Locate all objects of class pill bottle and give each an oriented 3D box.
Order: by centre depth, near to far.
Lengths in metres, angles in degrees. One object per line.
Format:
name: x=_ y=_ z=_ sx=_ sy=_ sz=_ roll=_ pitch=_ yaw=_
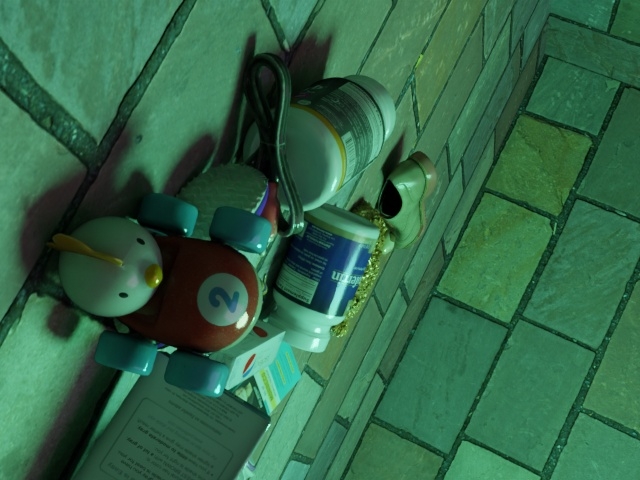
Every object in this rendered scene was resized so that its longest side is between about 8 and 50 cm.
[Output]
pill bottle: x=0.009 y=-0.165 z=1.452 sx=0.278 sy=0.162 sz=0.162 roll=-43 pitch=153 yaw=-55
pill bottle: x=-0.002 y=0.070 z=1.769 sx=0.264 sy=0.153 sz=0.153 roll=-68 pitch=164 yaw=10

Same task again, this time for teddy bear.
teddy bear: x=0.094 y=0.076 z=2.165 sx=0.245 sy=0.113 sz=0.338 roll=-30 pitch=141 yaw=-68

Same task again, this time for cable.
cable: x=-0.078 y=-0.112 z=1.299 sx=0.072 sy=0.139 sz=0.287 roll=-30 pitch=138 yaw=-49

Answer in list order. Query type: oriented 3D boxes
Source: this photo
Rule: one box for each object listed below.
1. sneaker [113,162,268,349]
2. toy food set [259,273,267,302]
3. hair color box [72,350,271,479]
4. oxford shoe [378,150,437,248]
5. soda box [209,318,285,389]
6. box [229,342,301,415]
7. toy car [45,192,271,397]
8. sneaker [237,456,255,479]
sneaker: x=-0.172 y=0.028 z=1.276 sx=0.293 sy=0.102 sz=0.146 roll=-54 pitch=163 yaw=-16
toy food set: x=-0.124 y=0.111 z=1.675 sx=0.122 sy=0.019 sz=0.078 roll=-43 pitch=152 yaw=-54
hair color box: x=-0.242 y=0.357 z=1.254 sx=0.374 sy=0.185 sz=0.113 roll=-58 pitch=179 yaw=-8
oxford shoe: x=0.189 y=-0.082 z=2.303 sx=0.130 sy=0.123 sz=0.348 roll=-28 pitch=150 yaw=-22
soda box: x=-0.143 y=0.197 z=1.640 sx=0.216 sy=0.074 sz=0.069 roll=-17 pitch=129 yaw=-69
box: x=-0.128 y=0.282 z=1.759 sx=0.244 sy=0.060 sz=0.100 roll=-43 pitch=120 yaw=-54
toy car: x=-0.200 y=0.041 z=1.042 sx=0.238 sy=0.210 sz=0.219 roll=33 pitch=71 yaw=-61
sneaker: x=-0.213 y=0.443 z=1.764 sx=0.152 sy=0.114 sz=0.305 roll=-31 pitch=176 yaw=3
